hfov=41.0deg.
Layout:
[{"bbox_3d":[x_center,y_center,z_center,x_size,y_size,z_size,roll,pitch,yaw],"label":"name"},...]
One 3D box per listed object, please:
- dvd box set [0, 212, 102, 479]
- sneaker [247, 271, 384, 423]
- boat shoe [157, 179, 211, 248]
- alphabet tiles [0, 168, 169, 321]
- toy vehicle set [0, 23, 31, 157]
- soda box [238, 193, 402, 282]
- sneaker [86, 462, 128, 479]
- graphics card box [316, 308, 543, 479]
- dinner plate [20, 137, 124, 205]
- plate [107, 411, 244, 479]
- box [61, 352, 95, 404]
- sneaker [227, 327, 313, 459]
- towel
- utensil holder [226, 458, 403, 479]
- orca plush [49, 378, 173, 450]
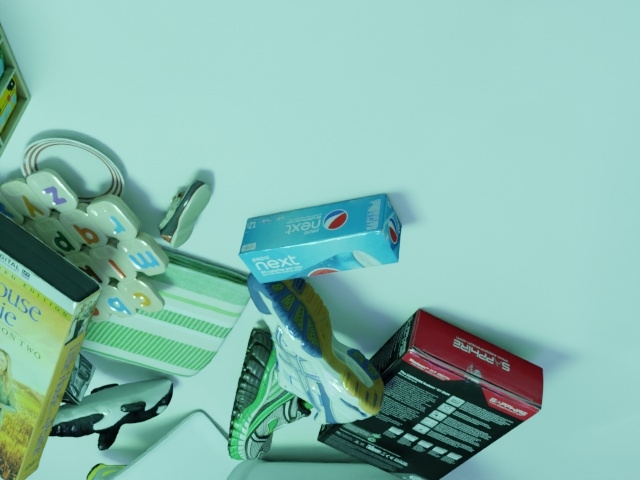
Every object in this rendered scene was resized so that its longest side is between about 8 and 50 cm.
[{"bbox_3d":[-0.508,0.143,1.271,0.308,0.062,0.420,34,124,8],"label":"dvd box set"},{"bbox_3d":[-0.035,0.168,1.288,0.131,0.112,0.296,-27,106,31],"label":"sneaker"},{"bbox_3d":[-0.189,-0.041,1.172,0.043,0.049,0.137,50,140,13],"label":"boat shoe"},{"bbox_3d":[-0.359,0.013,1.248,0.284,0.021,0.278,-12,127,32],"label":"alphabet tiles"},{"bbox_3d":[-0.402,-0.129,0.930,0.035,0.266,0.166,5,142,8],"label":"toy vehicle set"},{"bbox_3d":[0.000,0.000,1.164,0.210,0.067,0.071,-9,138,23],"label":"soda box"},{"bbox_3d":[-0.334,0.553,1.883,0.385,0.147,0.145,26,98,-39],"label":"sneaker"},{"bbox_3d":[0.172,0.278,1.434,0.233,0.094,0.371,25,138,-8],"label":"graphics card box"},{"bbox_3d":[-0.334,-0.091,1.160,0.141,0.017,0.141,6,142,5],"label":"dinner plate"},{"bbox_3d":[-0.294,0.494,1.745,0.277,0.045,0.278,-39,131,-8],"label":"plate"},{"bbox_3d":[-0.579,0.180,1.468,0.308,0.076,0.242,-1,141,25],"label":"box"},{"bbox_3d":[-0.078,0.289,1.483,0.146,0.134,0.343,13,141,-5],"label":"sneaker"},{"bbox_3d":[-0.268,0.117,1.391,0.248,0.038,0.325,19,139,-12],"label":"towel"},{"bbox_3d":[0.029,0.592,1.679,0.386,0.327,0.327,-6,139,19],"label":"utensil holder"},{"bbox_3d":[-0.381,0.327,1.500,0.151,0.287,0.102,1,100,34],"label":"orca plush"}]
